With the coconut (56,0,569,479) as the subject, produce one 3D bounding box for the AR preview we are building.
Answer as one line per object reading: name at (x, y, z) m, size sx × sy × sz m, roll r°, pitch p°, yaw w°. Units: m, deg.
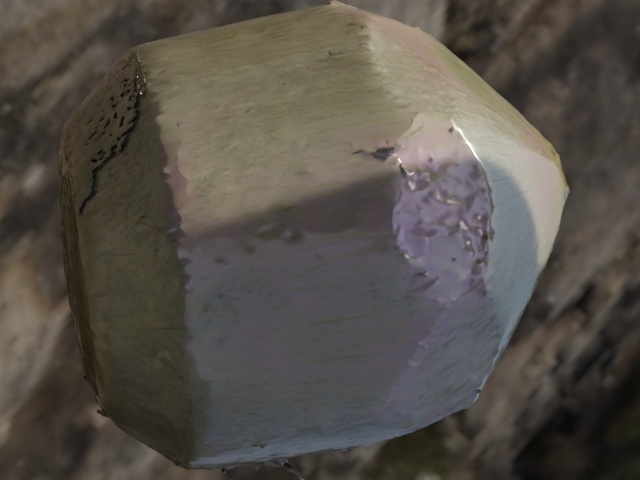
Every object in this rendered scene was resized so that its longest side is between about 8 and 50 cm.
coconut at (0.000, 0.000, 0.689) m, size 0.183 × 0.171 × 0.171 m, roll -6°, pitch 152°, yaw -8°
